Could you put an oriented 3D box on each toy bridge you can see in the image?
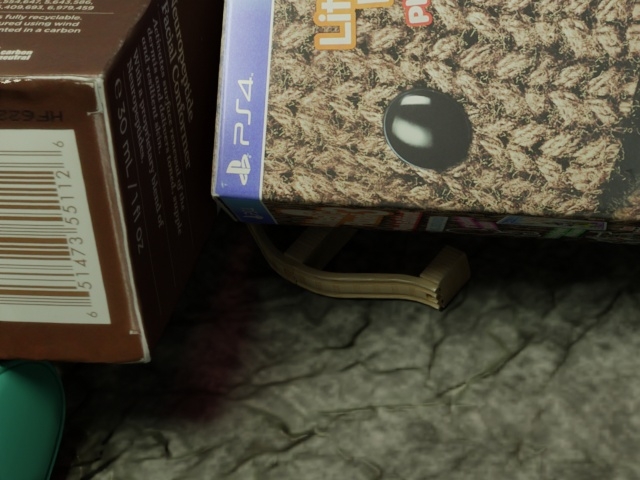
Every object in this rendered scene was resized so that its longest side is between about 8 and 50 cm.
[{"bbox_3d":[0.000,0.000,1.256,0.188,0.026,0.063,26,59,30],"label":"toy bridge"}]

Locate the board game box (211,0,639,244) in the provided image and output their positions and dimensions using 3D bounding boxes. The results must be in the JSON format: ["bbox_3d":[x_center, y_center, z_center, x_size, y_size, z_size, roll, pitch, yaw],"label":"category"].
[{"bbox_3d":[0.093,-0.123,1.168,0.291,0.141,0.232,3,85,3],"label":"board game box"}]

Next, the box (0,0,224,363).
[{"bbox_3d":[-0.124,-0.110,1.216,0.143,0.191,0.381,2,35,12],"label":"box"}]

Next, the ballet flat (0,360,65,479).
[{"bbox_3d":[-0.254,0.199,1.096,0.124,0.116,0.342,-8,48,32],"label":"ballet flat"}]
